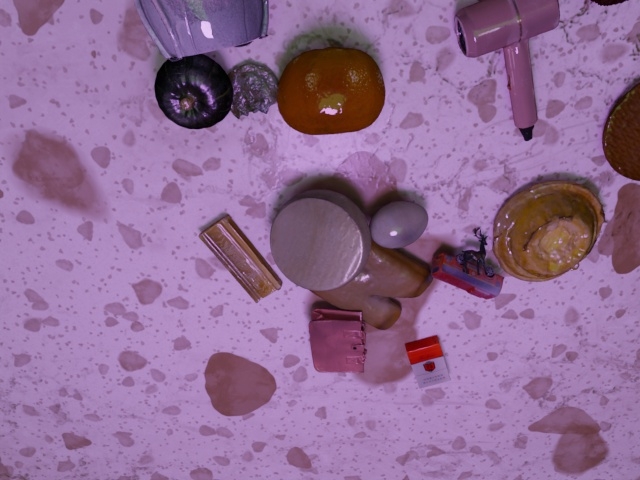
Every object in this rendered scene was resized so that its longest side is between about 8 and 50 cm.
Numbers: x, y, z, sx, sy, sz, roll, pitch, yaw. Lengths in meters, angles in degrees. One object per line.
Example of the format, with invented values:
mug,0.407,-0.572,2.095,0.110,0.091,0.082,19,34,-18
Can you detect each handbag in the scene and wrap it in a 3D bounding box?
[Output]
handbag,0.052,0.285,1.439,0.157,0.059,0.213,2,128,11

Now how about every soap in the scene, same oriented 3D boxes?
soap,-0.207,0.051,1.355,0.092,0.037,0.252,-30,114,13

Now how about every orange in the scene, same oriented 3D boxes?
orange,0.022,-0.316,1.094,0.237,0.158,0.180,-3,102,2

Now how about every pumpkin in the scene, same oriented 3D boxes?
pumpkin,-0.271,-0.316,1.105,0.167,0.125,0.167,-11,148,-7

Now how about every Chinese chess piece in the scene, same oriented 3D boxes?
Chinese chess piece,0.000,0.000,1.257,0.250,0.101,0.251,5,108,16

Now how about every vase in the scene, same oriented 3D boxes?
vase,-0.253,-0.566,0.916,0.249,0.250,0.446,-12,117,5

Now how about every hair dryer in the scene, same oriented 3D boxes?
hair dryer,0.417,-0.358,1.119,0.189,0.107,0.345,-18,123,9

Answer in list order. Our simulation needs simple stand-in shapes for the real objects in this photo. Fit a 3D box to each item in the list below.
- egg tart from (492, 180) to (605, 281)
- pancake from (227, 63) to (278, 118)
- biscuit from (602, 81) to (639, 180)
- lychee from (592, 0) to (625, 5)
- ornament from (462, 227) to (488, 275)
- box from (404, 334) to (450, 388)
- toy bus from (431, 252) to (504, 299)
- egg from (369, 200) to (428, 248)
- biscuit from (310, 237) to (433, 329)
egg tart,0.580,-0.008,1.292,0.289,0.115,0.291,-1,119,-2
pancake,-0.156,-0.337,1.157,0.129,0.023,0.116,-9,115,5
biscuit,0.786,-0.262,1.201,0.261,0.037,0.262,0,118,0
lychee,0.590,-0.530,1.013,0.129,0.123,0.123,-43,113,-10
ornament,0.397,0.026,1.321,0.073,0.028,0.125,8,80,-11
box,0.318,0.360,1.523,0.100,0.048,0.152,-18,115,7
toy bus,0.385,0.093,1.352,0.192,0.077,0.065,23,156,-10
egg,0.193,-0.040,1.266,0.152,0.114,0.114,-20,118,-11
biscuit,0.128,0.106,1.375,0.290,0.062,0.237,32,114,-15
